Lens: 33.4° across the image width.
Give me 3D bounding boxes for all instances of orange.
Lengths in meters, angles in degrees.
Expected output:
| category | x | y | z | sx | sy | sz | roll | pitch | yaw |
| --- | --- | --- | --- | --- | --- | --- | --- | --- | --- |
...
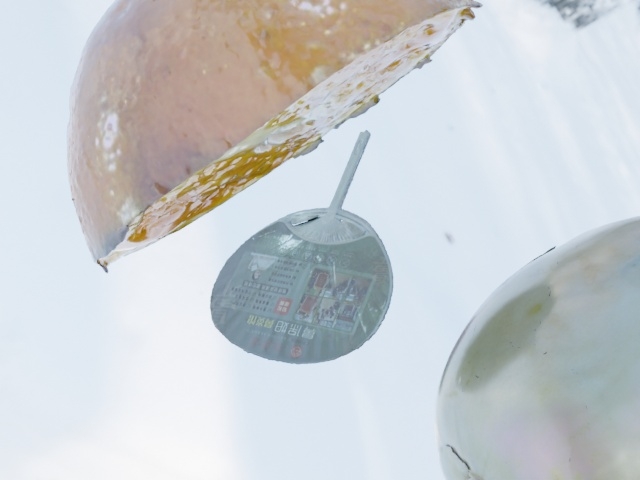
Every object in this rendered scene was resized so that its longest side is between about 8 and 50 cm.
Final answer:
| category | x | y | z | sx | sy | sz | roll | pitch | yaw |
| --- | --- | --- | --- | --- | --- | --- | --- | --- | --- |
| orange | -0.052 | -0.099 | 0.796 | 0.274 | 0.310 | 0.274 | 19 | 21 | -8 |

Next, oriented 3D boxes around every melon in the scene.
| category | x | y | z | sx | sy | sz | roll | pitch | yaw |
| --- | --- | --- | --- | --- | --- | --- | --- | --- | --- |
| melon | 0.224 | 0.101 | 0.767 | 0.317 | 0.223 | 0.223 | -29 | 88 | -33 |

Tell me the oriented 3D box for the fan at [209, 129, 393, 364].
| category | x | y | z | sx | sy | sz | roll | pitch | yaw |
| --- | --- | --- | --- | --- | --- | --- | --- | --- | --- |
| fan | 0.011 | 0.024 | 1.214 | 0.223 | 0.294 | 0.012 | 43 | -6 | 39 |
